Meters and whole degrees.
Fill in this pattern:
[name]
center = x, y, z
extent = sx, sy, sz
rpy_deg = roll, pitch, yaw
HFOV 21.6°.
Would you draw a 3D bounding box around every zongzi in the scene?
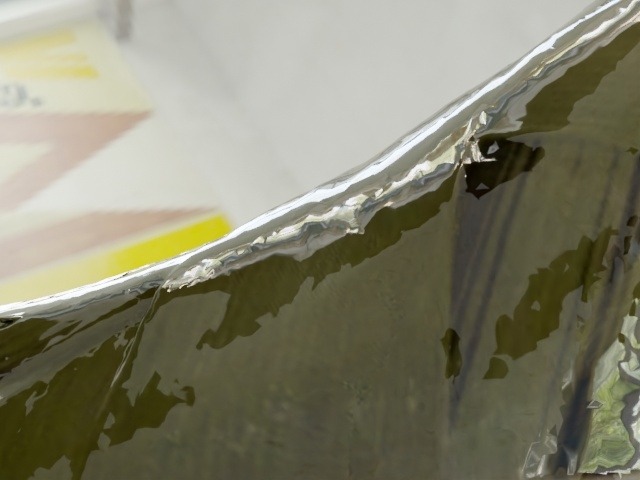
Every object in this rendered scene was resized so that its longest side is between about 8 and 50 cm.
[zongzi]
center = 0.000, 0.000, 0.471
extent = 0.145, 0.273, 0.300
rpy_deg = -45, 146, -81
